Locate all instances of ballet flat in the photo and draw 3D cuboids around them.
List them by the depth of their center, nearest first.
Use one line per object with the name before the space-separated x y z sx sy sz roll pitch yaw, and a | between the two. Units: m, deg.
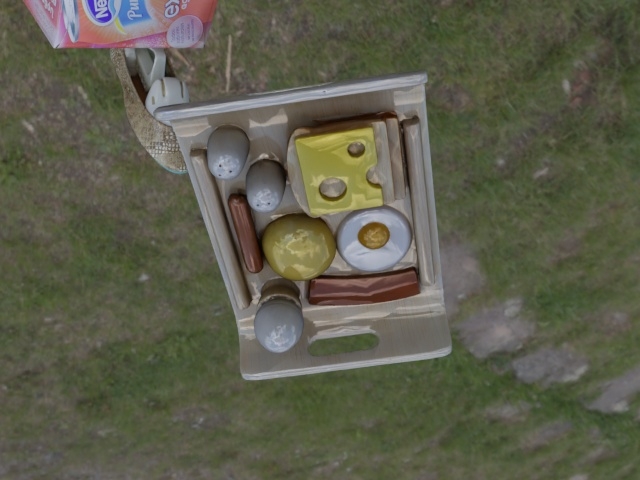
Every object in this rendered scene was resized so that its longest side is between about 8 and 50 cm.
ballet flat | -0.181 -0.167 0.789 0.073 0.206 0.067 -12 150 -36

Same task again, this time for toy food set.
toy food set | 0.000 0.000 0.652 0.220 0.092 0.306 -8 127 5

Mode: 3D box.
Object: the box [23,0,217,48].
box | -0.222 -0.319 0.667 0.154 0.300 0.142 -12 143 -38
